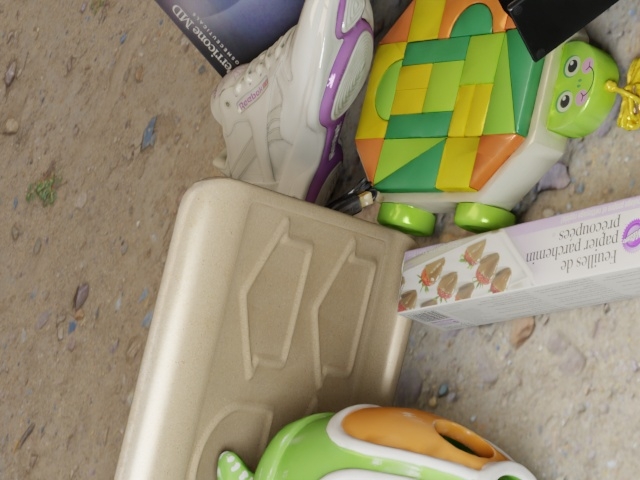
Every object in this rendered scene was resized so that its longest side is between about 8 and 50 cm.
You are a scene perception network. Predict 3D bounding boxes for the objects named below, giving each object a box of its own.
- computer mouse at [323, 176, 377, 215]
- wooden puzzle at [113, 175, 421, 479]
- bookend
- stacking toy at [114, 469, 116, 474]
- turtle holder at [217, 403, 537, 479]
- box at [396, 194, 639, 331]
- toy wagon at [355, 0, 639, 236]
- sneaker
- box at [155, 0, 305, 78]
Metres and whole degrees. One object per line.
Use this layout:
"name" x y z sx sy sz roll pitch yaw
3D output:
"computer mouse" 0.000 0.000 1.793 0.042 0.106 0.193 51 164 14
"wooden puzzle" -0.054 0.123 1.613 0.081 0.348 0.322 12 88 33
"bookend" 0.199 -0.262 1.623 0.156 0.072 0.157 -37 46 0
"stacking toy" -0.146 0.214 1.992 0.167 0.052 0.221 23 93 57
"turtle holder" 0.060 0.287 1.483 0.227 0.243 0.320 -12 54 33
"box" 0.190 0.023 1.580 0.324 0.067 0.063 -15 61 53
"toy wagon" 0.161 -0.138 1.699 0.344 0.068 0.267 1 76 56
"sneaker" -0.040 -0.148 1.839 0.114 0.152 0.305 -48 -19 -44
"box" -0.060 -0.363 1.900 0.294 0.296 0.183 -40 3 41
